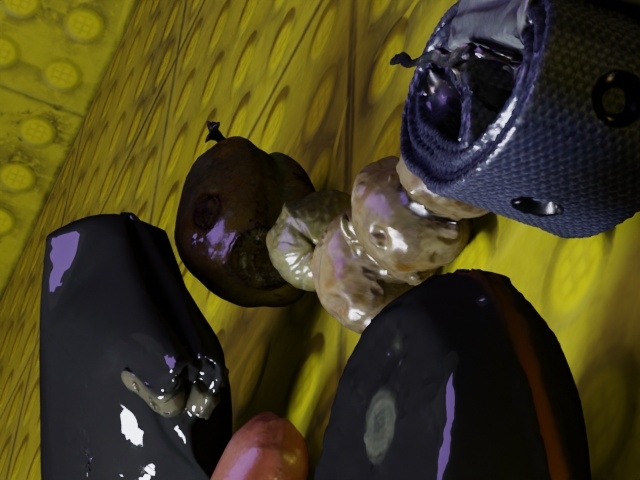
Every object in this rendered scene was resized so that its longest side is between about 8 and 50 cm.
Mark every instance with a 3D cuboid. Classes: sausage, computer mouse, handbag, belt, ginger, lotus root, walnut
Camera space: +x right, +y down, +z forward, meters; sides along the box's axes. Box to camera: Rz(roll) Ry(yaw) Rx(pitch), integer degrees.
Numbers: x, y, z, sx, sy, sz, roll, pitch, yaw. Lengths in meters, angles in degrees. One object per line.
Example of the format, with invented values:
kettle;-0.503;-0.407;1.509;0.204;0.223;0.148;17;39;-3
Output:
sausage;-0.062;0.221;1.411;0.077;0.077;0.194;-153;84;-76
computer mouse;0.061;0.176;0.922;0.183;0.116;0.323;180;102;-72
handbag;-0.140;0.161;1.569;0.288;0.152;0.342;-137;44;-63
belt;0.115;-0.082;1.058;0.230;0.126;0.140;-170;99;-77
ginger;0.062;-0.011;1.259;0.104;0.080;0.204;63;142;26
lotus root;-0.062;-0.013;1.628;0.241;0.124;0.123;-102;27;-68
walnut;0.000;0.000;1.472;0.092;0.092;0.092;-160;90;-76
